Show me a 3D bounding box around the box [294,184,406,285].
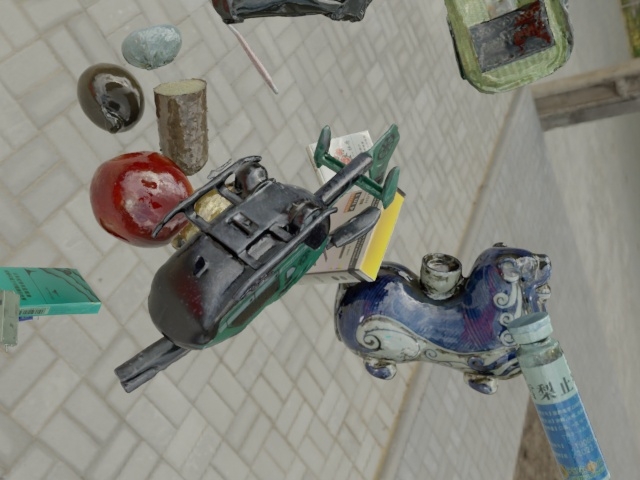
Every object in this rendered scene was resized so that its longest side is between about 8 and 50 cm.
[{"bbox_3d":[0.000,0.000,0.809,0.033,0.247,0.129,36,63,-30],"label":"box"}]

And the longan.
[{"bbox_3d":[-0.534,-0.357,1.517,0.185,0.159,0.204,48,22,-57],"label":"longan"}]

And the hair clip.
[{"bbox_3d":[0.177,-0.331,0.657,0.091,0.138,0.321,-76,145,-65],"label":"hair clip"}]

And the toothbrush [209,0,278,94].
[{"bbox_3d":[-0.191,-0.500,1.504,0.029,0.025,0.307,-34,90,-14],"label":"toothbrush"}]

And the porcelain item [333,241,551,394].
[{"bbox_3d":[0.160,0.090,0.796,0.138,0.288,0.186,-52,148,-64],"label":"porcelain item"}]

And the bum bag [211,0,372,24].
[{"bbox_3d":[-0.050,-0.427,0.997,0.326,0.079,0.142,-1,94,-12],"label":"bum bag"}]

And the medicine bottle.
[{"bbox_3d":[0.258,0.174,0.648,0.051,0.051,0.191,-24,93,-52],"label":"medicine bottle"}]

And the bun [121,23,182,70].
[{"bbox_3d":[-0.377,-0.430,1.346,0.141,0.141,0.083,-30,103,-51],"label":"bun"}]

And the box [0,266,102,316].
[{"bbox_3d":[-0.675,0.124,1.456,0.226,0.161,0.042,5,119,-52],"label":"box"}]

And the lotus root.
[{"bbox_3d":[-0.329,-0.077,1.791,0.183,0.182,0.310,53,55,-34],"label":"lotus root"}]

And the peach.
[{"bbox_3d":[-0.404,-0.102,1.365,0.243,0.199,0.243,17,65,-42],"label":"peach"}]

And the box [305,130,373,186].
[{"bbox_3d":[0.063,-0.214,1.539,0.198,0.029,0.109,-20,87,-33],"label":"box"}]

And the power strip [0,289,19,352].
[{"bbox_3d":[-0.667,0.172,1.267,0.051,0.019,0.136,55,25,-67],"label":"power strip"}]

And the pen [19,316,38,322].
[{"bbox_3d":[-0.822,0.206,1.502,0.204,0.025,0.025,-6,90,-41],"label":"pen"}]

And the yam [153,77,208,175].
[{"bbox_3d":[-0.351,-0.293,1.527,0.128,0.129,0.238,-68,166,-47],"label":"yam"}]

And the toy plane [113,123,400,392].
[{"bbox_3d":[-0.032,-0.009,0.561,0.381,0.106,0.155,-45,159,-30],"label":"toy plane"}]
